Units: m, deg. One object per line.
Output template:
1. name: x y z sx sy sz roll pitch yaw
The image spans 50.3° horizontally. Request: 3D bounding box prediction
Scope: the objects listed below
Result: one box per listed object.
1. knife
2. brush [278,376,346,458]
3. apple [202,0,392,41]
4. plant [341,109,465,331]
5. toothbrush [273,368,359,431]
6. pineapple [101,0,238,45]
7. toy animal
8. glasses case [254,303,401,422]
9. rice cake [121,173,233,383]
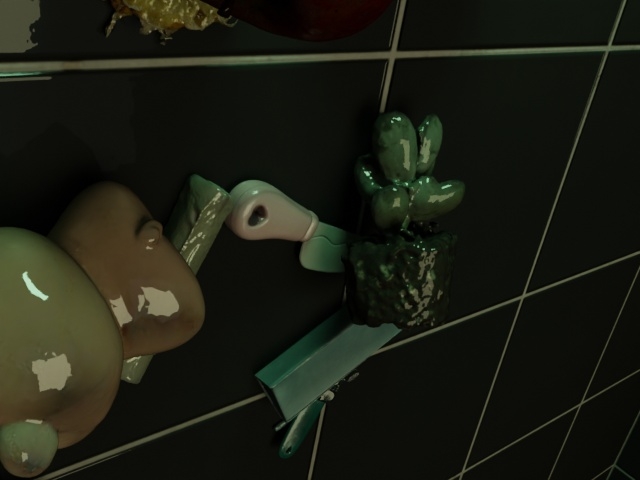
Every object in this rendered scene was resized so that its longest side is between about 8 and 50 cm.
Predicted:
1. knife: -0.002 0.002 0.896 0.336 0.043 0.081 23 101 -50
2. brush: -0.007 0.258 1.058 0.043 0.032 0.193 30 87 -36
3. apple: -0.031 -0.264 0.490 0.234 0.234 0.234 -23 131 -30
4. plant: 0.106 -0.026 0.865 0.146 0.149 0.275 16 78 -79
5. toothbrush: -0.005 0.254 1.084 0.167 0.014 0.011 -31 117 -22
6. pineapple: -0.124 -0.270 0.590 0.221 0.047 0.221 -24 132 -30
7. toy animal: -0.222 0.063 0.613 0.221 0.210 0.229 -39 172 -4
8. glasses case: 0.029 0.149 1.013 0.266 0.056 0.105 -35 139 -19
9. rice cake: -0.175 0.048 0.758 0.256 0.057 0.052 -61 156 9
